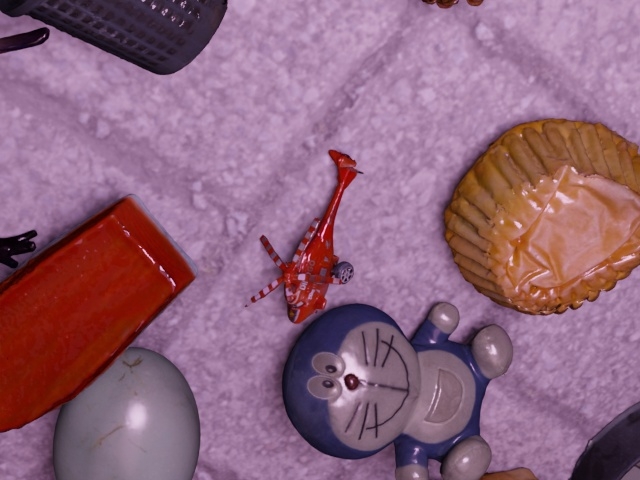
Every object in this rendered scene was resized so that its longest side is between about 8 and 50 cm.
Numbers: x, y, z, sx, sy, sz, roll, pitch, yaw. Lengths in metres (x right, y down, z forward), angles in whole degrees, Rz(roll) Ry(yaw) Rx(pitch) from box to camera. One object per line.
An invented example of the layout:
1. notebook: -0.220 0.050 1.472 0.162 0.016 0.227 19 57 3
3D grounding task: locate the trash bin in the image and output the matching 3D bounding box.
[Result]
1. trash bin: -0.174 -0.238 0.870 0.161 0.175 0.175 30 112 -37

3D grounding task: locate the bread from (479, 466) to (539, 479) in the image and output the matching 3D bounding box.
1. bread: 0.216 0.403 1.328 0.224 0.211 0.184 13 111 25

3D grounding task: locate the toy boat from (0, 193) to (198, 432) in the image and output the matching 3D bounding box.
1. toy boat: -0.283 0.090 1.044 0.332 0.133 0.145 -39 98 12

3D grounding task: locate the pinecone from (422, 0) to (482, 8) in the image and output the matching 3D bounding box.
1. pinecone: 0.122 -0.267 0.928 0.109 0.102 0.102 -22 127 -31

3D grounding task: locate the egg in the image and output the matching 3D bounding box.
1. egg: -0.223 0.231 1.123 0.168 0.168 0.231 7 114 -13

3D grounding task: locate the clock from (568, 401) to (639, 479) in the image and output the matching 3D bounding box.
1. clock: 0.542 0.365 1.380 0.386 0.076 0.386 -4 121 -7

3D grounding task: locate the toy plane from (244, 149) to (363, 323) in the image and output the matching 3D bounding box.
1. toy plane: -0.006 -0.002 1.085 0.077 0.126 0.194 11 84 -50

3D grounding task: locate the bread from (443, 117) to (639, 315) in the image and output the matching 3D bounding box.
1. bread: 0.257 -0.014 1.070 0.239 0.139 0.240 0 120 -1

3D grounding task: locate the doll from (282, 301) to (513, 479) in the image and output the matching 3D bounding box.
1. doll: 0.084 0.174 1.154 0.258 0.154 0.228 16 84 -25

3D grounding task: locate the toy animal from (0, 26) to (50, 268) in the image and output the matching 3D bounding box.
1. toy animal: -0.376 -0.085 0.957 0.195 0.090 0.324 3 130 -17
